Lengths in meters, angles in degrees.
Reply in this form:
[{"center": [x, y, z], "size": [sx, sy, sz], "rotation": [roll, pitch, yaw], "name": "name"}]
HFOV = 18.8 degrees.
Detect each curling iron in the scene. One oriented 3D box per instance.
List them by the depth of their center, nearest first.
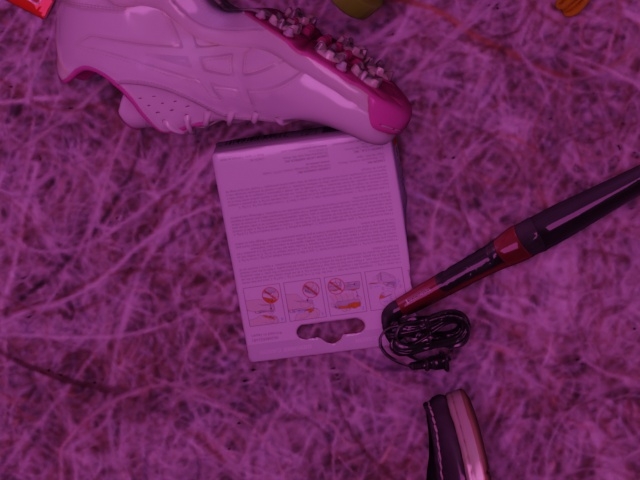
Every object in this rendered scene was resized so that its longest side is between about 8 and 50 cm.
[{"center": [0.163, 0.013, 1.520], "size": [0.274, 0.035, 0.068], "rotation": [-36, 107, 2], "name": "curling iron"}]

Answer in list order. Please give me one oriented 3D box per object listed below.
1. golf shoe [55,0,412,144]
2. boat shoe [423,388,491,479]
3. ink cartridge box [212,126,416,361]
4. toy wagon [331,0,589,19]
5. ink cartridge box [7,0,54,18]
[{"center": [-0.075, -0.131, 1.515], "size": [0.306, 0.115, 0.140], "rotation": [28, 104, 17], "name": "golf shoe"}, {"center": [0.093, 0.260, 1.498], "size": [0.092, 0.103, 0.285], "rotation": [-5, 96, 3], "name": "boat shoe"}, {"center": [0.000, 0.000, 1.546], "size": [0.145, 0.045, 0.179], "rotation": [-7, 108, 7], "name": "ink cartridge box"}, {"center": [0.089, -0.276, 1.437], "size": [0.267, 0.344, 0.068], "rotation": [-39, 41, 31], "name": "toy wagon"}, {"center": [-0.292, -0.347, 1.562], "size": [0.275, 0.060, 0.239], "rotation": [27, 93, 6], "name": "ink cartridge box"}]
